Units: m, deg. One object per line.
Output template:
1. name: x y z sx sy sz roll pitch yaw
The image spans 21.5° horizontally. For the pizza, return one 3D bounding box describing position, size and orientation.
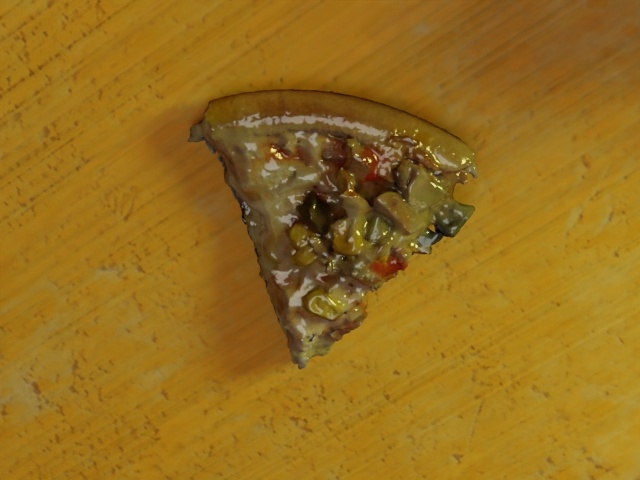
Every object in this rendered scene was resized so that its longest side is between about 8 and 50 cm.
1. pizza: 0.000 0.000 1.066 0.185 0.052 0.195 10 118 2
